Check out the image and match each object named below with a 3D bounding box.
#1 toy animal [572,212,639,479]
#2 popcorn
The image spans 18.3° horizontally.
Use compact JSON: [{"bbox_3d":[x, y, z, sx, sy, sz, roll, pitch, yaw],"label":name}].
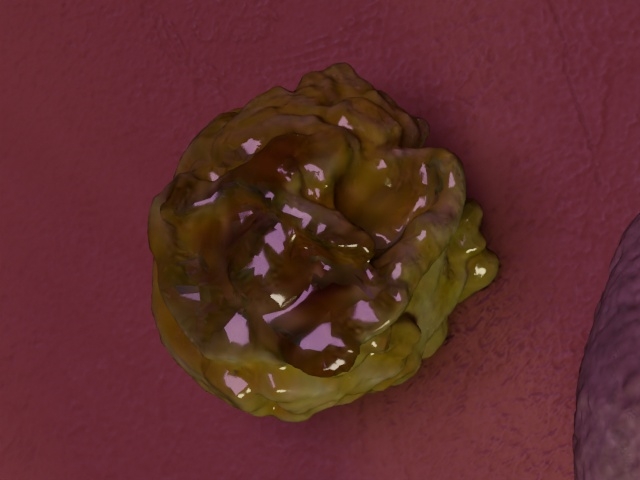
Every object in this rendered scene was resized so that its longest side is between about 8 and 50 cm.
[{"bbox_3d":[0.292,0.136,1.392,0.227,0.188,0.358,0,81,31],"label":"toy animal"},{"bbox_3d":[-0.004,0.000,1.528,0.293,0.237,0.292,-3,83,26],"label":"popcorn"}]
